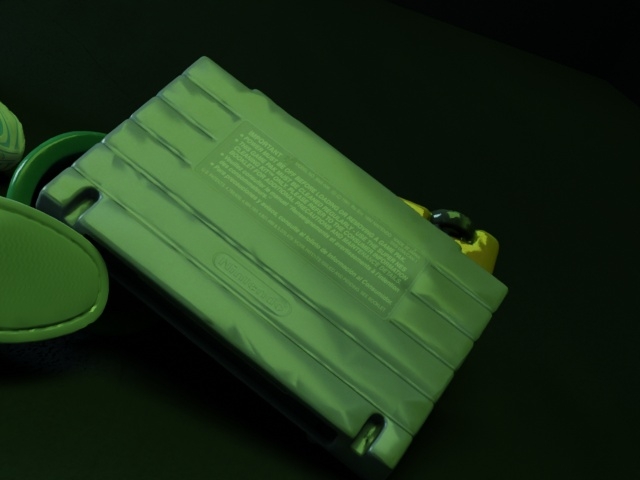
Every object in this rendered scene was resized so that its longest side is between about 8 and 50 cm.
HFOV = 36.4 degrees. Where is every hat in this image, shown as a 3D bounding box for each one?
[{"bbox_3d":[-0.243,0.001,0.905,0.173,0.183,0.208,-16,86,-41],"label":"hat"}]

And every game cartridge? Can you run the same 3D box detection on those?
[{"bbox_3d":[-0.031,0.012,0.835,0.355,0.068,0.230,38,50,4],"label":"game cartridge"}]

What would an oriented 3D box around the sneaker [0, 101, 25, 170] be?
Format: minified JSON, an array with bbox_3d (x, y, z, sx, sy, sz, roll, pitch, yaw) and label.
[{"bbox_3d":[-0.400,-0.151,1.012,0.237,0.085,0.086,36,9,27],"label":"sneaker"}]

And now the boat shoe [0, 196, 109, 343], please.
[{"bbox_3d":[-0.308,0.020,0.707,0.302,0.091,0.114,14,68,-33],"label":"boat shoe"}]

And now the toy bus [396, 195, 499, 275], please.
[{"bbox_3d":[0.000,0.000,0.973,0.333,0.130,0.108,21,67,-3],"label":"toy bus"}]
